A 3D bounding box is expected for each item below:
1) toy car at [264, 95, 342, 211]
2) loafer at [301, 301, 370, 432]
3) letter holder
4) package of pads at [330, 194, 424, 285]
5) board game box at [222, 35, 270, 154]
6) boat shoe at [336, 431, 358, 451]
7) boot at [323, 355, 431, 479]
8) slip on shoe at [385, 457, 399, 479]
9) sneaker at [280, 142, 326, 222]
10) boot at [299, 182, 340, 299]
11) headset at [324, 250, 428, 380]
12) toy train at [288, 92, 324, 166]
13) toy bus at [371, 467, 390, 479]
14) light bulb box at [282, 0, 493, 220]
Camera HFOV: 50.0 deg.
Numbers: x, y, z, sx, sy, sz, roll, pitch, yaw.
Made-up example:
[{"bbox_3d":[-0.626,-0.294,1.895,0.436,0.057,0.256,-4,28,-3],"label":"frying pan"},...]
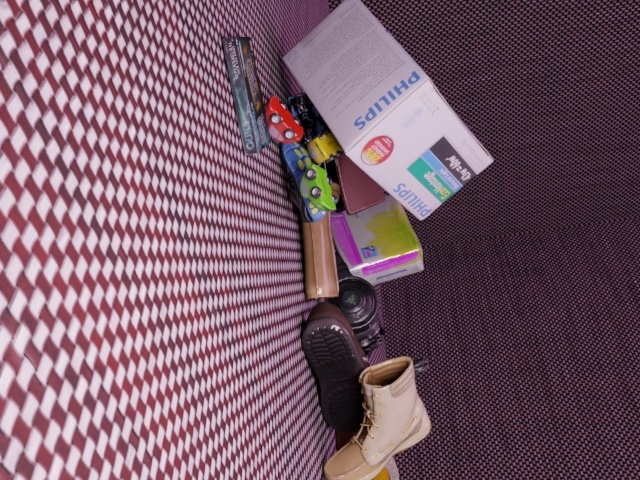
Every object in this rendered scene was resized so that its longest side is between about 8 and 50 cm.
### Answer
[{"bbox_3d":[-0.024,-0.150,1.356,0.239,0.053,0.224,21,48,-50],"label":"toy car"},{"bbox_3d":[0.056,0.274,1.486,0.130,0.134,0.365,-87,167,-53],"label":"loafer"},{"bbox_3d":[0.042,-0.227,1.862,0.214,0.152,0.301,-26,110,-54],"label":"letter holder"},{"bbox_3d":[0.154,-0.003,1.959,0.296,0.229,0.101,-109,-177,-52],"label":"package of pads"},{"bbox_3d":[-0.121,-0.244,1.144,0.126,0.026,0.186,-70,151,-73],"label":"board game box"},{"bbox_3d":[0.077,0.518,1.641,0.073,0.073,0.206,67,23,-67],"label":"boat shoe"},{"bbox_3d":[0.100,0.368,1.394,0.095,0.262,0.203,38,-30,53],"label":"boot"},{"bbox_3d":[0.170,0.754,1.986,0.101,0.123,0.331,129,-44,-55],"label":"slip on shoe"},{"bbox_3d":[-0.048,-0.123,1.442,0.067,0.078,0.188,-13,79,-42],"label":"sneaker"},{"bbox_3d":[0.000,0.000,1.587,0.236,0.089,0.269,9,72,-71],"label":"boot"},{"bbox_3d":[0.112,0.189,1.694,0.243,0.185,0.394,74,-6,-48],"label":"headset"},{"bbox_3d":[-0.030,-0.273,1.675,0.105,0.080,0.184,-102,178,-70],"label":"toy train"},{"bbox_3d":[0.128,0.717,1.636,0.332,0.108,0.130,-87,166,-55],"label":"toy bus"},{"bbox_3d":[0.153,-0.295,1.556,0.358,0.225,0.361,34,21,-49],"label":"light bulb box"}]
